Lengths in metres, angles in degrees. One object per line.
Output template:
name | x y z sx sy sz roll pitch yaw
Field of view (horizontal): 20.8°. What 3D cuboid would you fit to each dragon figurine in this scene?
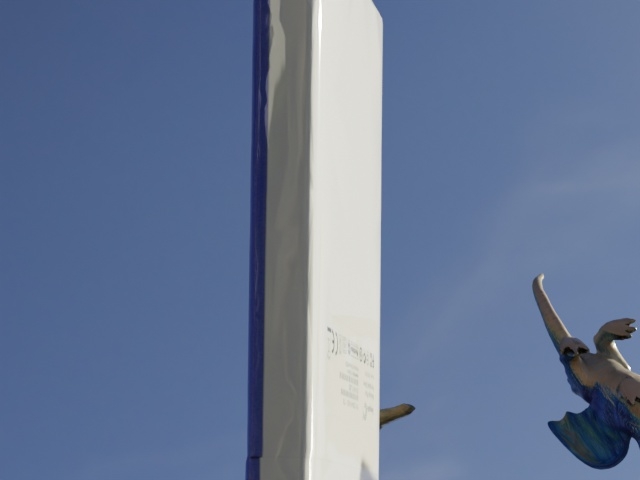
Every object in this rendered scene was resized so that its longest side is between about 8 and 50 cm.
dragon figurine | 0.268 0.155 1.612 0.085 0.289 0.144 -24 -48 -28

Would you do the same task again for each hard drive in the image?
hard drive | 0.000 0.000 1.002 0.040 0.319 0.210 -1 -10 12

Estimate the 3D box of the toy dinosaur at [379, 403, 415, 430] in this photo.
toy dinosaur | -0.011 0.230 1.562 0.118 0.064 0.268 14 -57 -7
